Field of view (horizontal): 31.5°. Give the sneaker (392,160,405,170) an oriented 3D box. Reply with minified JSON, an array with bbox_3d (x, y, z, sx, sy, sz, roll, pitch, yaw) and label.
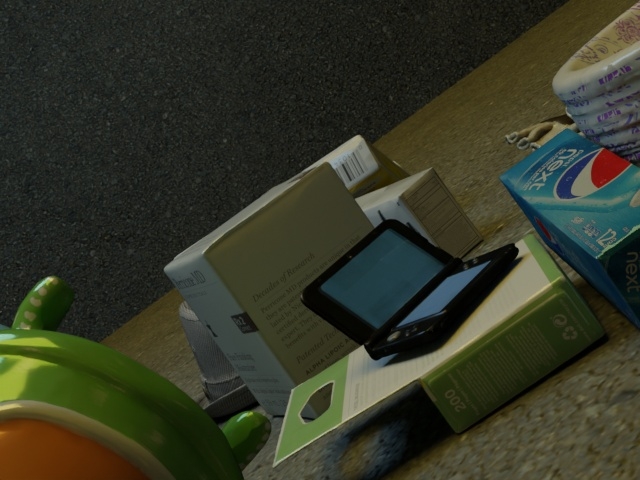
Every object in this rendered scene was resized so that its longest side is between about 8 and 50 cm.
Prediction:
[{"bbox_3d":[0.044,-0.033,1.773,0.232,0.090,0.115,-42,10,27],"label":"sneaker"}]

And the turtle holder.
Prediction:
[{"bbox_3d":[-0.202,0.199,0.727,0.320,0.243,0.227,-19,33,36],"label":"turtle holder"}]

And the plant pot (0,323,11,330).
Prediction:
[{"bbox_3d":[-0.358,0.228,1.199,0.248,0.252,0.247,-40,9,-32],"label":"plant pot"}]

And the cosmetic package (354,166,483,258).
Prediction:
[{"bbox_3d":[0.083,-0.009,1.311,0.060,0.099,0.239,-38,7,-22],"label":"cosmetic package"}]

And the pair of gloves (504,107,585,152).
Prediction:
[{"bbox_3d":[0.297,-0.132,1.083,0.204,0.042,0.240,-20,1,-8],"label":"pair of gloves"}]

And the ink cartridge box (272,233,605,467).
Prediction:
[{"bbox_3d":[0.081,0.091,0.828,0.235,0.056,0.171,-36,7,9],"label":"ink cartridge box"}]

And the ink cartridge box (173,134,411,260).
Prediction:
[{"bbox_3d":[0.000,0.000,1.569,0.304,0.072,0.307,-34,-26,14],"label":"ink cartridge box"}]

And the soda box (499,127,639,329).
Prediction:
[{"bbox_3d":[0.193,-0.012,0.768,0.067,0.071,0.210,-37,18,4],"label":"soda box"}]

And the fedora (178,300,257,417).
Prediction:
[{"bbox_3d":[-0.078,0.090,1.308,0.244,0.124,0.275,-35,7,0],"label":"fedora"}]

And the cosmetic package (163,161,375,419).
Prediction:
[{"bbox_3d":[-0.022,0.050,1.066,0.151,0.183,0.151,-38,7,-21],"label":"cosmetic package"}]

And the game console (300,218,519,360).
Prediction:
[{"bbox_3d":[0.066,0.025,0.836,0.122,0.071,0.107,-40,8,-36],"label":"game console"}]

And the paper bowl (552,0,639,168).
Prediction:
[{"bbox_3d":[0.324,-0.138,0.823,0.284,0.148,0.284,-35,8,5],"label":"paper bowl"}]
